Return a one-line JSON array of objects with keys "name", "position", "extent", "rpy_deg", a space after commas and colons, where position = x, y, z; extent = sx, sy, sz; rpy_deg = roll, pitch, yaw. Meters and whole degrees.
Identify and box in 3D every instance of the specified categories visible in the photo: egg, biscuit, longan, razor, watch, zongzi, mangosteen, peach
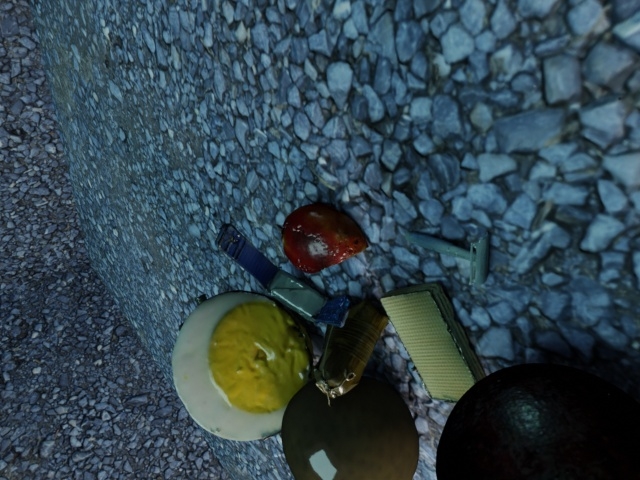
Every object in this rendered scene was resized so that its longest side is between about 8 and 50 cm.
[{"name": "egg", "position": [-0.164, 0.292, 1.022], "extent": [0.337, 0.337, 0.201], "rpy_deg": [50, 172, 16]}, {"name": "biscuit", "position": [0.183, 0.166, 0.695], "extent": [0.121, 0.040, 0.200], "rpy_deg": [-22, 96, 52]}, {"name": "longan", "position": [0.054, 0.372, 0.811], "extent": [0.258, 0.258, 0.258], "rpy_deg": [29, 133, 37]}, {"name": "razor", "position": [0.175, 0.009, 0.614], "extent": [0.135, 0.040, 0.068], "rpy_deg": [24, 129, 49]}, {"name": "watch", "position": [-0.031, 0.092, 0.791], "extent": [0.276, 0.068, 0.275], "rpy_deg": [30, 165, 26]}, {"name": "zongzi", "position": [0.022, 0.207, 0.805], "extent": [0.084, 0.187, 0.184], "rpy_deg": [44, 148, -13]}, {"name": "mangosteen", "position": [0.278, 0.274, 0.468], "extent": [0.300, 0.300, 0.301], "rpy_deg": [29, 133, 37]}, {"name": "peach", "position": [-0.005, 0.004, 0.777], "extent": [0.172, 0.092, 0.127], "rpy_deg": [20, 124, 46]}]

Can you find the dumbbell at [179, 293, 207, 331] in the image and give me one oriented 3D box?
[{"name": "dumbbell", "position": [-0.255, 0.340, 1.229], "extent": [0.179, 0.179, 0.407], "rpy_deg": [-19, 96, 54]}]
